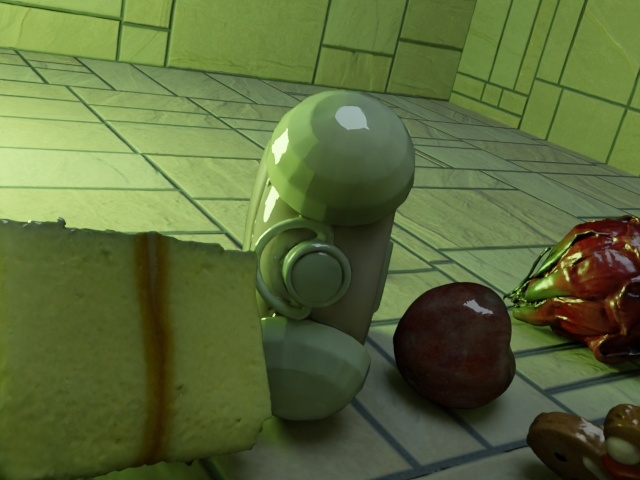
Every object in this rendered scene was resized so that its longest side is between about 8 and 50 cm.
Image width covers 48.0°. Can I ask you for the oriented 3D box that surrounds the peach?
[{"bbox_3d":[0.158,0.123,0.863,0.152,0.152,0.152,11,20,-4],"label":"peach"}]

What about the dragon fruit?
[{"bbox_3d":[0.418,0.082,1.077,0.293,0.234,0.234,-18,21,5],"label":"dragon fruit"}]

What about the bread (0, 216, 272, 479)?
[{"bbox_3d":[-0.207,0.109,0.641,0.263,0.199,0.236,9,-17,-44],"label":"bread"}]

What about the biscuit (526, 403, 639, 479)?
[{"bbox_3d":[0.325,0.227,0.641,0.324,0.205,0.049,10,53,50],"label":"biscuit"}]

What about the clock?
[{"bbox_3d":[0.000,0.000,0.815,0.183,0.342,0.326,6,13,-3],"label":"clock"}]
